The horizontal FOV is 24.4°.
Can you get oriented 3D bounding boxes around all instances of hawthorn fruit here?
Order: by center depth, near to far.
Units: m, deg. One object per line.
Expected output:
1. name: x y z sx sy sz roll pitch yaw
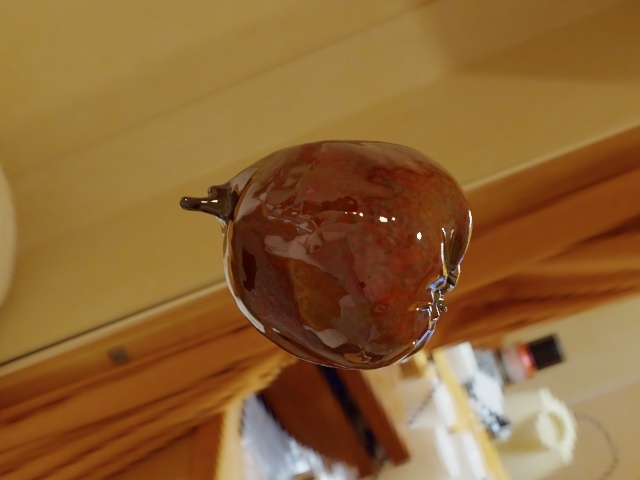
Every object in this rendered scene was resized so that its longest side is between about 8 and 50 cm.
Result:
1. hawthorn fruit: 0.000 0.000 1.274 0.208 0.248 0.208 24 90 -86
